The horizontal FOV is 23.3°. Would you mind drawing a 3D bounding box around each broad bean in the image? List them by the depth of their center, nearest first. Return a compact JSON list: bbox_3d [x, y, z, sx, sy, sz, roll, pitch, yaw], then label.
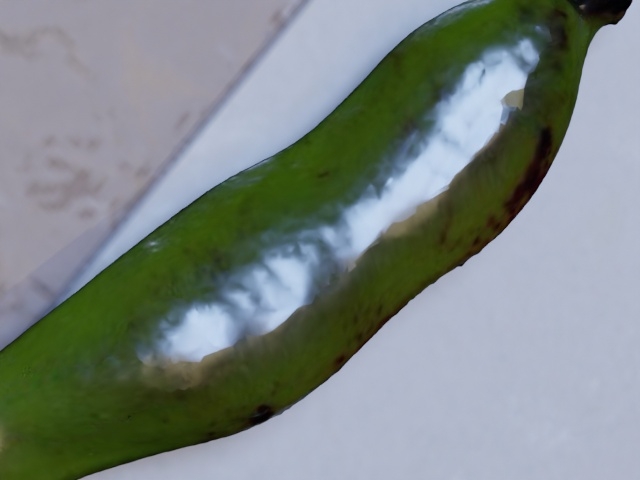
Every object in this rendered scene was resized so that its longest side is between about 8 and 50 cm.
[{"bbox_3d":[0.000,0.000,0.536,0.339,0.061,0.077,-39,102,-13],"label":"broad bean"}]
